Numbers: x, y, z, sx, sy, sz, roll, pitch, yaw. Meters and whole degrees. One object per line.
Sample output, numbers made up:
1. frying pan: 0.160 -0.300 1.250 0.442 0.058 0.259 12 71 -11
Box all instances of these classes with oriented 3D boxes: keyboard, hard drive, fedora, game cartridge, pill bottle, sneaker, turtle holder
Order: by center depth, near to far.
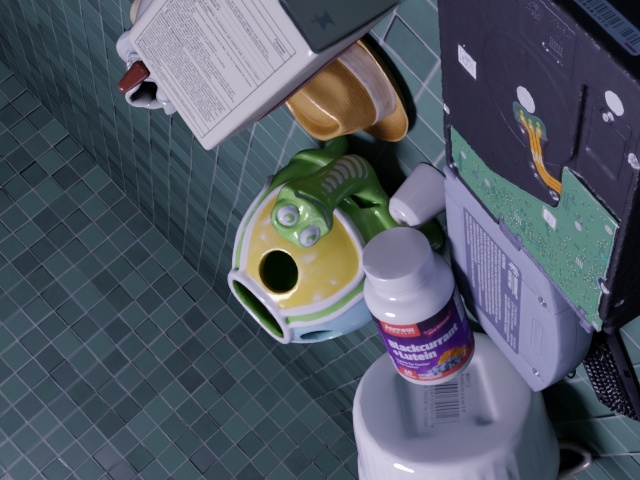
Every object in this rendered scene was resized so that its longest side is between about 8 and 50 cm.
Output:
1. hard drive: 0.180 -0.090 0.766 0.237 0.064 0.339 55 169 31
2. game cartridge: 0.209 0.044 1.054 0.196 0.060 0.294 58 172 31
3. fedora: 0.010 -0.166 1.102 0.194 0.079 0.194 43 164 16
4. keyboard: 0.307 0.141 1.130 0.100 0.038 0.192 28 155 51
5. pill bottle: 0.113 0.076 1.171 0.108 0.108 0.193 34 158 42
6. turtle holder: 0.010 0.015 1.264 0.243 0.227 0.320 52 164 -12
7. sneaker: 0.282 0.304 1.371 0.084 0.185 0.069 151 111 -74
8. sneaker: -0.273 -0.266 1.553 0.232 0.115 0.090 33 158 44

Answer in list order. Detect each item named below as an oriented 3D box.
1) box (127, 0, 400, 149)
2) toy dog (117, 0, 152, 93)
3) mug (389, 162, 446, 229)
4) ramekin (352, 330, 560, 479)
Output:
1. box: -0.061 -0.211 0.948 0.148 0.127 0.232 56 145 -4
2. toy dog: -0.212 -0.294 1.235 0.220 0.161 0.333 36 161 36
3. mug: 0.116 -0.041 1.148 0.062 0.064 0.078 30 157 46
4. ramekin: 0.174 0.248 1.324 0.277 0.277 0.135 33 149 44
